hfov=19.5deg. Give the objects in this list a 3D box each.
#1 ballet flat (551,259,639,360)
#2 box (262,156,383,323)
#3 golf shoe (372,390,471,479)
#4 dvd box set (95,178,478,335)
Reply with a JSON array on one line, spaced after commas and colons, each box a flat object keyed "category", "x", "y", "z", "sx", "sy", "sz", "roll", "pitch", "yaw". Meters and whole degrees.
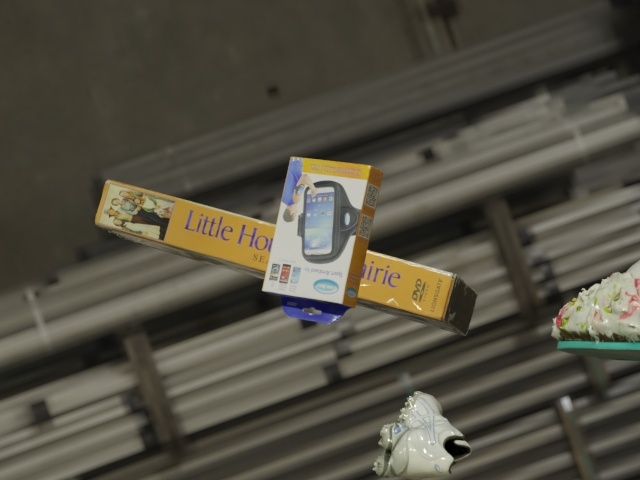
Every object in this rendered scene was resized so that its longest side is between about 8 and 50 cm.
[{"category": "ballet flat", "x": 0.214, "y": 0.032, "z": 0.932, "sx": 0.091, "sy": 0.077, "sz": 0.241, "roll": 13, "pitch": -5, "yaw": -36}, {"category": "box", "x": 0.000, "y": 0.000, "z": 1.575, "sx": 0.081, "sy": 0.136, "sz": 0.028, "roll": 8, "pitch": -10, "yaw": 30}, {"category": "golf shoe", "x": 0.112, "y": 0.205, "z": 1.877, "sx": 0.086, "sy": 0.069, "sz": 0.176, "roll": 11, "pitch": 16, "yaw": 12}, {"category": "dvd box set", "x": -0.030, "y": 0.024, "z": 2.224, "sx": 0.420, "sy": 0.062, "sz": 0.307, "roll": 15, "pitch": -3, "yaw": 10}]
